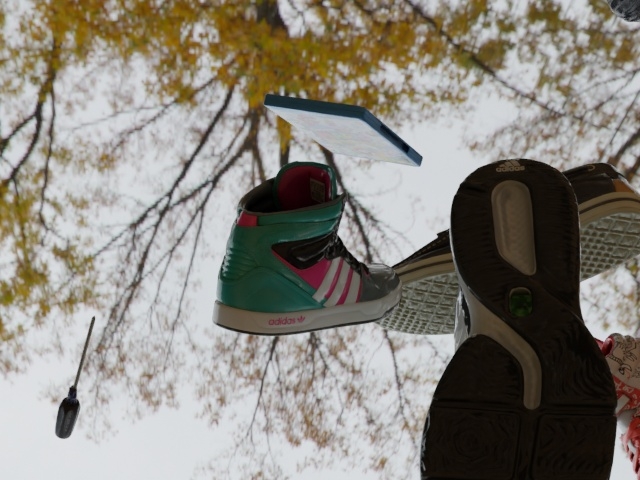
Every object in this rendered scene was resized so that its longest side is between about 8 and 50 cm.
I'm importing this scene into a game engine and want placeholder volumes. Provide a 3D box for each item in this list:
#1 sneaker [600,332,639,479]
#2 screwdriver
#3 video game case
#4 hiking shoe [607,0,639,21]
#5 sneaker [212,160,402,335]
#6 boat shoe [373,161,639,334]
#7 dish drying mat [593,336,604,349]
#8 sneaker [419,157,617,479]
[{"bbox_3d":[0.361,0.223,1.047,0.145,0.090,0.270,18,-129,4],"label":"sneaker"},{"bbox_3d":[-0.265,0.147,1.003,0.025,0.170,0.024,17,-152,1],"label":"screwdriver"},{"bbox_3d":[0.028,-0.118,1.016,0.119,0.166,0.015,13,-97,29],"label":"video game case"},{"bbox_3d":[0.316,-0.290,0.792,0.114,0.086,0.227,14,-87,-19],"label":"hiking shoe"},{"bbox_3d":[0.000,0.000,1.065,0.124,0.178,0.295,14,-168,37],"label":"sneaker"},{"bbox_3d":[0.293,0.018,1.546,0.500,0.187,0.156,-25,-138,21],"label":"boat shoe"},{"bbox_3d":[0.428,0.164,1.428,0.083,0.032,0.008,25,-131,-15],"label":"dish drying mat"},{"bbox_3d":[0.210,0.165,0.948,0.169,0.257,0.447,-1,-122,16],"label":"sneaker"}]
